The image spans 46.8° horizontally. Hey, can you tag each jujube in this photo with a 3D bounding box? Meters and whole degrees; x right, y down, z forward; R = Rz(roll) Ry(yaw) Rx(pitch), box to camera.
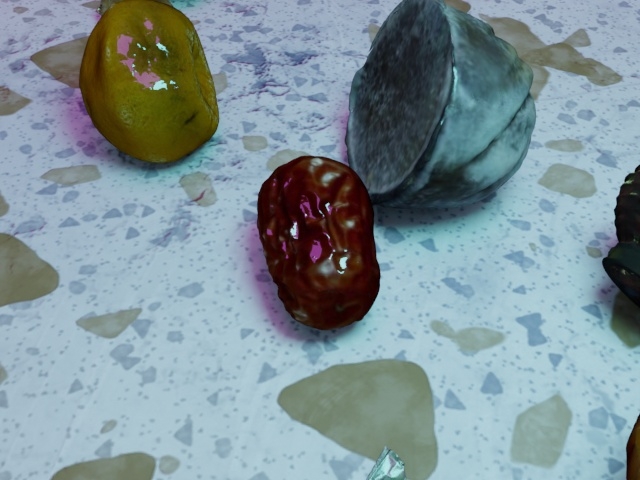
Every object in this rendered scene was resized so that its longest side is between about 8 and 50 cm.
[{"bbox_3d":[0.000,0.000,0.937,0.155,0.155,0.230,-7,47,-8],"label":"jujube"}]

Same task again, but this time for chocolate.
[{"bbox_3d":[0.187,-0.177,1.053,0.212,0.303,0.303,11,41,-22],"label":"chocolate"}]

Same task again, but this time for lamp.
[{"bbox_3d":[0.473,-0.005,0.896,0.246,0.247,0.247,1,45,-1],"label":"lamp"}]

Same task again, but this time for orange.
[{"bbox_3d":[-0.269,-0.243,1.125,0.183,0.249,0.249,-15,45,6],"label":"orange"}]

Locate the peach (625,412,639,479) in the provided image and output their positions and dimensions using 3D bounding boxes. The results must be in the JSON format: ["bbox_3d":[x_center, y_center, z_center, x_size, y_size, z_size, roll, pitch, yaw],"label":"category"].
[{"bbox_3d":[0.427,0.207,0.607,0.280,0.338,0.281,3,75,-11],"label":"peach"}]

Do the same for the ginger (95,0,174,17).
[{"bbox_3d":[-0.341,-0.437,1.417,0.190,0.069,0.095,18,72,15],"label":"ginger"}]

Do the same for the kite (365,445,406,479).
[{"bbox_3d":[0.111,0.302,0.736,0.249,0.012,0.229,-9,47,-12],"label":"kite"}]
